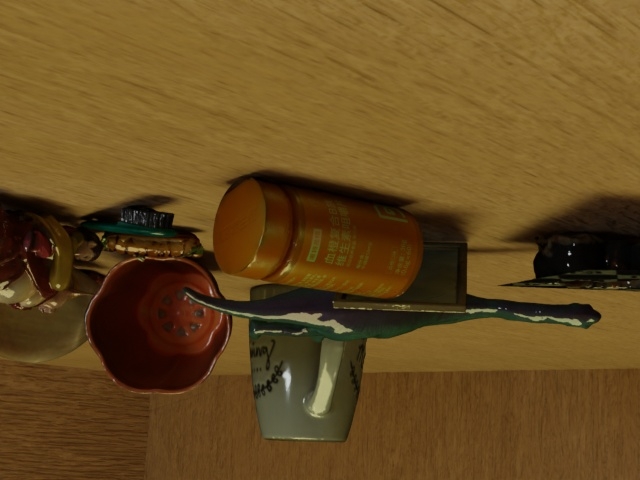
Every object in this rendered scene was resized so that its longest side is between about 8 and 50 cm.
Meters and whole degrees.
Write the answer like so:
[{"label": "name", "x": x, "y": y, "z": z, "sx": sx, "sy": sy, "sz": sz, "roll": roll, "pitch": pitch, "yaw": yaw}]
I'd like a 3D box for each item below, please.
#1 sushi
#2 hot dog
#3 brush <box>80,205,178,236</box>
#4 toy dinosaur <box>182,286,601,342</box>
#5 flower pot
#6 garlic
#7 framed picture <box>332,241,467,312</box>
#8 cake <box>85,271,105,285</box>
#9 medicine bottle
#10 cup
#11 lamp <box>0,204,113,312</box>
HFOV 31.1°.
[{"label": "sushi", "x": 0.365, "y": 0.019, "z": 1.221, "sx": 0.294, "sy": 0.059, "sz": 0.292, "roll": 3, "pitch": 174, "yaw": -12}, {"label": "hot dog", "x": -0.194, "y": 0.005, "z": 1.332, "sx": 0.122, "sy": 0.037, "sz": 0.049, "roll": 7, "pitch": -168, "yaw": -16}, {"label": "brush", "x": -0.209, "y": -0.023, "z": 1.242, "sx": 0.043, "sy": 0.032, "sz": 0.193, "roll": 4, "pitch": -177, "yaw": -35}, {"label": "toy dinosaur", "x": 0.094, "y": 0.073, "z": 1.309, "sx": 0.331, "sy": 0.129, "sz": 0.383, "roll": 4, "pitch": -178, "yaw": 39}, {"label": "flower pot", "x": -0.202, "y": 0.109, "z": 1.556, "sx": 0.191, "sy": 0.190, "sz": 0.173, "roll": 2, "pitch": 180, "yaw": 4}, {"label": "garlic", "x": -0.405, "y": 0.078, "z": 1.532, "sx": 0.112, "sy": 0.143, "sz": 0.318, "roll": 32, "pitch": 179, "yaw": 28}, {"label": "framed picture", "x": 0.092, "y": 0.036, "z": 1.259, "sx": 0.136, "sy": 0.010, "sz": 0.201, "roll": 1, "pitch": -162, "yaw": 7}, {"label": "cake", "x": -0.358, "y": 0.106, "z": 1.782, "sx": 0.117, "sy": 0.086, "sz": 0.220, "roll": -1, "pitch": 169, "yaw": 17}, {"label": "medicine bottle", "x": 0.000, "y": 0.000, "z": 1.121, "sx": 0.192, "sy": 0.096, "sz": 0.096, "roll": 11, "pitch": 166, "yaw": -35}, {"label": "cup", "x": -0.012, "y": 0.186, "z": 1.749, "sx": 0.186, "sy": 0.234, "sz": 0.258, "roll": 4, "pitch": 167, "yaw": -13}, {"label": "lamp", "x": -0.321, "y": 0.022, "z": 1.274, "sx": 0.118, "sy": 0.118, "sz": 0.253, "roll": -2, "pitch": 167, "yaw": 22}]
